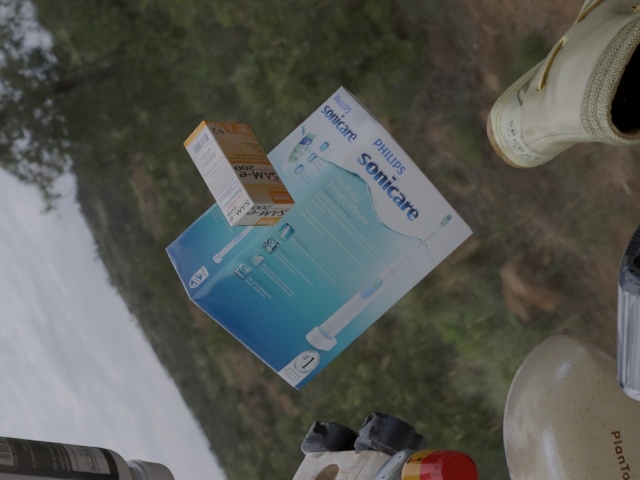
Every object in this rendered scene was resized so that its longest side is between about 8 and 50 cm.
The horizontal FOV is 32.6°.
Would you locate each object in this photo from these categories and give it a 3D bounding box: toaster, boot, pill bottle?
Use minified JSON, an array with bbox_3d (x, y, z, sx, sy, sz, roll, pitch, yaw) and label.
[{"bbox_3d":[0.360,0.066,1.067,0.129,0.227,0.147,9,122,24],"label":"toaster"},{"bbox_3d":[0.267,-0.165,0.873,0.095,0.262,0.203,49,168,-10],"label":"boot"},{"bbox_3d":[-0.330,0.329,1.342,0.283,0.161,0.161,15,-156,-34],"label":"pill bottle"}]

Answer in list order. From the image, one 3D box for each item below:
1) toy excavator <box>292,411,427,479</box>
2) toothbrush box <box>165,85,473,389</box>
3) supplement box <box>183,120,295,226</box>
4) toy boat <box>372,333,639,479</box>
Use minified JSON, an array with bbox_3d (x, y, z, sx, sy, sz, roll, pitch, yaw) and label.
[{"bbox_3d":[0.190,0.483,1.707,0.445,0.222,0.433,42,149,-22],"label":"toy excavator"},{"bbox_3d":[0.000,0.000,1.318,0.216,0.295,0.126,44,-174,-36],"label":"toothbrush box"},{"bbox_3d":[-0.074,-0.062,1.005,0.062,0.036,0.098,-4,-124,-53],"label":"supplement box"},{"bbox_3d":[0.218,0.237,1.159,0.148,0.318,0.268,147,119,-62],"label":"toy boat"}]
